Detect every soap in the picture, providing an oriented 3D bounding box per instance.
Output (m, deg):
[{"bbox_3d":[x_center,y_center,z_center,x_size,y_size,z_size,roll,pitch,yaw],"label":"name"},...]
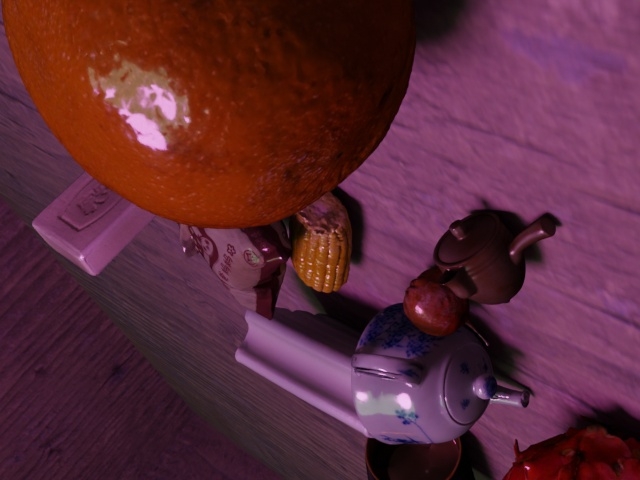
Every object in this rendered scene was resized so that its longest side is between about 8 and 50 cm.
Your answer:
[{"bbox_3d":[-0.317,-0.048,1.283,0.121,0.183,0.064,29,157,29],"label":"soap"},{"bbox_3d":[0.030,0.167,1.132,0.160,0.087,0.265,11,-174,-43],"label":"soap"}]

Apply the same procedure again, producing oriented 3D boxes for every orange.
[{"bbox_3d":[-0.072,-0.139,0.543,0.264,0.264,0.264,36,160,16],"label":"orange"}]

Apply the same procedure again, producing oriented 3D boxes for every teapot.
[{"bbox_3d":[0.146,0.016,0.713,0.110,0.085,0.080,-16,124,45],"label":"teapot"},{"bbox_3d":[0.123,0.148,0.931,0.232,0.159,0.159,20,180,-42],"label":"teapot"}]

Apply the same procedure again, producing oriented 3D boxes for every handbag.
[{"bbox_3d":[-0.111,-0.031,0.992,0.235,0.127,0.213,53,167,15],"label":"handbag"}]

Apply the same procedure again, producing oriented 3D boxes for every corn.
[{"bbox_3d":[0.000,0.000,0.962,0.165,0.063,0.085,96,153,-67],"label":"corn"}]

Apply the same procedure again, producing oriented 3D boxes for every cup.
[{"bbox_3d":[0.119,0.335,1.309,0.239,0.166,0.177,27,152,32],"label":"cup"}]

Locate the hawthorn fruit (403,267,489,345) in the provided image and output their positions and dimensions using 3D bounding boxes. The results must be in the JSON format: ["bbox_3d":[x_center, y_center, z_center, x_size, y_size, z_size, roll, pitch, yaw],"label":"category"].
[{"bbox_3d":[0.133,0.071,0.878,0.103,0.067,0.067,29,160,0],"label":"hawthorn fruit"}]

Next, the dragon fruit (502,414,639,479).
[{"bbox_3d":[0.267,0.300,0.892,0.210,0.205,0.268,35,158,-2],"label":"dragon fruit"}]
